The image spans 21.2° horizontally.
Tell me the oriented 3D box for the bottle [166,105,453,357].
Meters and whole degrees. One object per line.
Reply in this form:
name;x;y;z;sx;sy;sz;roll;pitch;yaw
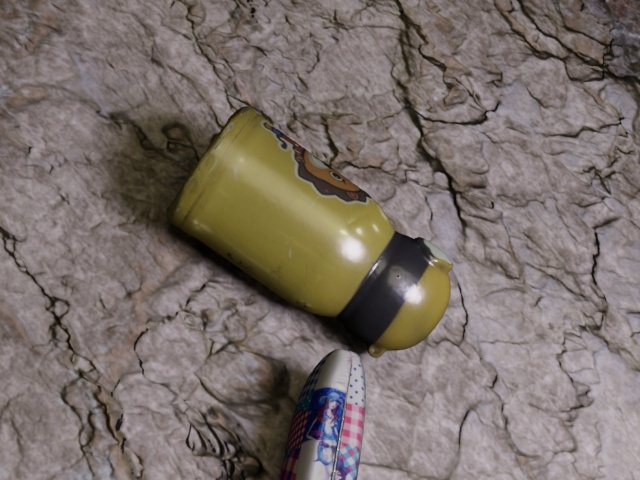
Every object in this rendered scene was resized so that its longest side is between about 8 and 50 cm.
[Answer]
bottle;0.000;0.000;2.088;0.351;0.171;0.171;34;54;-3

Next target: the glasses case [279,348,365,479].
glasses case;-0.003;0.274;1.942;0.076;0.125;0.327;18;56;-13
